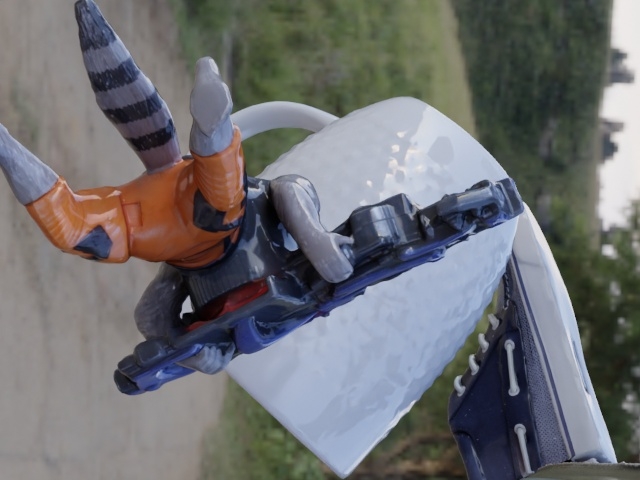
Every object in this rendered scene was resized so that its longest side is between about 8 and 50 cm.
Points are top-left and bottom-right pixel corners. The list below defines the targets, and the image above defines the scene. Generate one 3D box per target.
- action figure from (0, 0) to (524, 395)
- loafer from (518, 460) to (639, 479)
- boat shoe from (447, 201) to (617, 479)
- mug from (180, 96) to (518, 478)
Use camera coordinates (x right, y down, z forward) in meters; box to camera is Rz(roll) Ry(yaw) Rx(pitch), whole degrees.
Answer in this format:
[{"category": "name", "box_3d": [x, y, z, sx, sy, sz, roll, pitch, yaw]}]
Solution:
[{"category": "action figure", "box_3d": [-0.046, -0.034, 0.941, 0.330, 0.341, 0.178, 45, 26, -57]}, {"category": "loafer", "box_3d": [0.277, 0.220, 1.054, 0.087, 0.251, 0.094, -42, 129, -53]}, {"category": "boat shoe", "box_3d": [0.204, 0.126, 1.452, 0.127, 0.158, 0.340, 45, 30, -55]}, {"category": "mug", "box_3d": [0.000, 0.000, 1.356, 0.328, 0.374, 0.276, -47, 152, -7]}]
